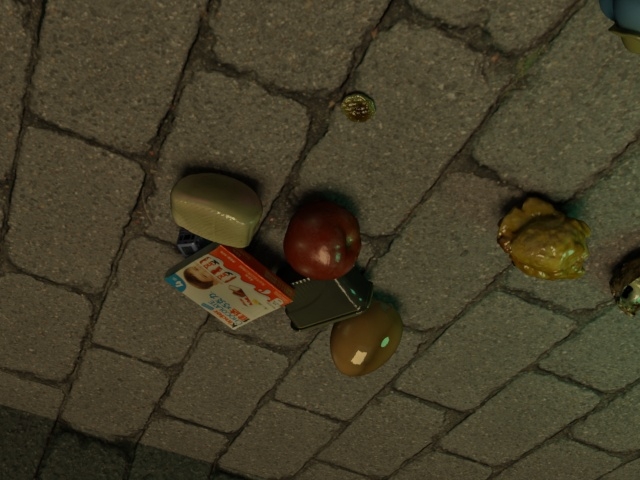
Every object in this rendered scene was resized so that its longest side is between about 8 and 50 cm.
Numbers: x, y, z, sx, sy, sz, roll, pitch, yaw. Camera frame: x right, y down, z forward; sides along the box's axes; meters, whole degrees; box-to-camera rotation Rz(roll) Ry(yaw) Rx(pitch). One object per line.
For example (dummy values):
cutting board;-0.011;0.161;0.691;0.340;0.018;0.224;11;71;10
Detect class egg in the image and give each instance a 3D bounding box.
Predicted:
egg;0.129;0.288;2.329;0.201;0.244;0.201;28;164;9

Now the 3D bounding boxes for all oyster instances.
oyster;0.869;0.086;2.097;0.166;0.094;0.294;9;133;-30

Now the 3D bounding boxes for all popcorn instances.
popcorn;0.563;0.011;1.970;0.254;0.190;0.191;16;132;-3

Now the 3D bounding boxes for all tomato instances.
tomato;0.000;0.000;2.034;0.185;0.208;0.208;2;141;31

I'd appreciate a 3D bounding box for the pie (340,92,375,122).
pie;0.086;-0.305;1.808;0.085;0.020;0.084;4;140;4

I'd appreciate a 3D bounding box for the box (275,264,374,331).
box;-0.004;0.139;2.259;0.274;0.138;0.178;-20;123;29

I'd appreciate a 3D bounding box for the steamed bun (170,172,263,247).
steamed bun;-0.260;-0.092;2.021;0.239;0.152;0.170;23;146;6

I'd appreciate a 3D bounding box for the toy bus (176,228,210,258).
toy bus;-0.345;0.038;2.227;0.073;0.076;0.167;-6;138;18

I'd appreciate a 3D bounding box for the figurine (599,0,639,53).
figurine;0.622;-0.464;1.444;0.180;0.153;0.262;15;144;8

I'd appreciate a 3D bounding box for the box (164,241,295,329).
box;-0.256;0.125;2.204;0.273;0.048;0.265;39;133;-25
